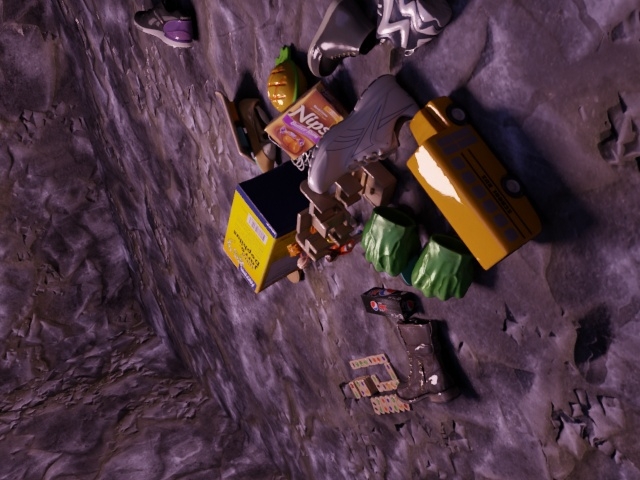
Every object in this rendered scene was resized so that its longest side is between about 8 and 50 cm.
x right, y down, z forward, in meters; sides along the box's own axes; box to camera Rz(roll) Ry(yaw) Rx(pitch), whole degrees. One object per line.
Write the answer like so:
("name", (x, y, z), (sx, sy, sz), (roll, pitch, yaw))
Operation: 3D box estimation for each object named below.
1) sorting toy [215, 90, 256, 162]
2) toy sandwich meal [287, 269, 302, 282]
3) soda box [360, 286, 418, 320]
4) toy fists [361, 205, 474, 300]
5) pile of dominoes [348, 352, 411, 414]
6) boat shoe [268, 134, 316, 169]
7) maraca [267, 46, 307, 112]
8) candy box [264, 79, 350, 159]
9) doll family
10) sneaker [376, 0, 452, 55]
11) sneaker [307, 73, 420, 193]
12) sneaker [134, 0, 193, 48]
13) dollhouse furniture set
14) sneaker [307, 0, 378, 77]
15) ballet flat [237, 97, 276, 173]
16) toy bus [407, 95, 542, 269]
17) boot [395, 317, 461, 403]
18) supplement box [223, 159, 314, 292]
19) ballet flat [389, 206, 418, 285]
("sorting toy", (-0.235, -0.327, 2.019), (0.193, 0.038, 0.208), (10, -122, -85))
("toy sandwich meal", (-0.087, 0.103, 2.258), (0.086, 0.029, 0.085), (34, 137, 40))
("soda box", (0.182, 0.166, 1.846), (0.169, 0.053, 0.060), (4, 117, 57))
("toy fists", (0.218, 0.033, 1.573), (0.279, 0.096, 0.142), (27, 120, 20))
("pile of dominoes", (0.173, 0.453, 2.127), (0.196, 0.040, 0.251), (61, 152, 2))
("boat shoe", (-0.038, -0.239, 1.822), (0.254, 0.079, 0.095), (42, 140, 30))
("maraca", (-0.087, -0.402, 1.749), (0.127, 0.099, 0.185), (-46, 49, 51))
("candy box", (-0.033, -0.290, 1.683), (0.187, 0.053, 0.109), (-33, 111, 34))
("doll family", (0.000, 0.000, 1.881), (0.263, 0.163, 0.118), (-19, 98, 61))
("sneaker", (0.133, -0.459, 1.334), (0.235, 0.094, 0.153), (47, 141, 5))
("sneaker", (0.089, -0.209, 1.463), (0.129, 0.297, 0.111), (43, -173, 13))
("sneaker", (-0.480, -0.696, 2.151), (0.283, 0.107, 0.124), (33, 126, 36))
("dollhouse furniture set", (0.032, -0.112, 1.637), (0.161, 0.242, 0.212), (49, 156, 23))
("sneaker", (0.047, -0.417, 1.524), (0.118, 0.083, 0.222), (52, 149, 17))
("ballet flat", (-0.169, -0.299, 1.997), (0.073, 0.080, 0.232), (-11, 110, 30))
("toy bus", (0.283, -0.117, 1.351), (0.332, 0.130, 0.108), (55, 151, 11))
("boot", (0.258, 0.311, 1.837), (0.263, 0.091, 0.228), (-21, 91, 57))
("supplement box", (-0.140, -0.035, 2.045), (0.195, 0.194, 0.356), (51, 150, 18))
("ballet flat", (0.189, 0.013, 1.688), (0.074, 0.074, 0.203), (4, 117, 57))
